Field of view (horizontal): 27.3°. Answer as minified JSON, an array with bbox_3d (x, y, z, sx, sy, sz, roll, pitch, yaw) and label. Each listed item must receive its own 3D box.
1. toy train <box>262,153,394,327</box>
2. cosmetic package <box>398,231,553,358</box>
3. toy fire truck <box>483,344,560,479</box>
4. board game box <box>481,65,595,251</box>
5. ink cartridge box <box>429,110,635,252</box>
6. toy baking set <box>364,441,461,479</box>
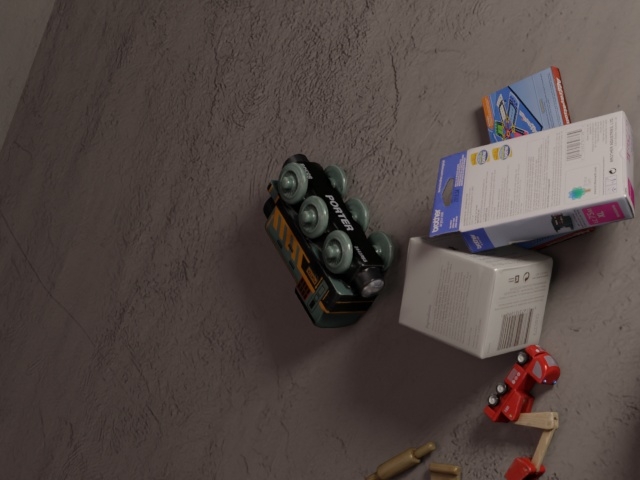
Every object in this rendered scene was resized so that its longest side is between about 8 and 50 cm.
[{"bbox_3d":[0.000,0.000,2.384,0.190,0.142,0.334,-57,50,33],"label":"toy train"},{"bbox_3d":[0.246,0.082,2.106,0.184,0.151,0.151,21,111,41],"label":"cosmetic package"},{"bbox_3d":[0.331,0.277,2.084,0.135,0.047,0.192,46,113,37],"label":"toy fire truck"},{"bbox_3d":[0.351,-0.128,2.145,0.145,0.027,0.281,-22,69,37],"label":"board game box"},{"bbox_3d":[0.327,-0.085,2.036,0.311,0.065,0.185,-11,45,24],"label":"ink cartridge box"},{"bbox_3d":[0.145,0.462,2.238,0.256,0.030,0.196,-31,63,35],"label":"toy baking set"}]
